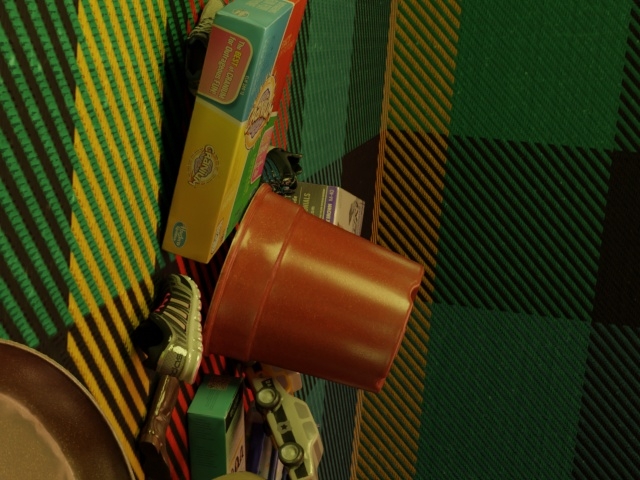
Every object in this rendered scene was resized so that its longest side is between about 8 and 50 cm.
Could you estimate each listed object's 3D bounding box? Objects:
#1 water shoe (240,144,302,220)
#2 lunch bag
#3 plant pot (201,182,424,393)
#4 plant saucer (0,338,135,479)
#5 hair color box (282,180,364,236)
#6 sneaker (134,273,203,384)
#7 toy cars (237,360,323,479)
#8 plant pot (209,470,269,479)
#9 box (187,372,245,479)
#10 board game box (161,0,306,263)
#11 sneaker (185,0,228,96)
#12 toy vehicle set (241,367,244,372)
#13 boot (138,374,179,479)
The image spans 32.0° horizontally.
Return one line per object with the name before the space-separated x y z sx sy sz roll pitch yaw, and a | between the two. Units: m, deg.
water shoe | -0.079 -0.097 1.800 0.203 0.080 0.073 -69 162 -55
lunch bag | -0.090 0.387 1.890 0.176 0.090 0.219 66 31 -65
plant pot | -0.003 0.086 1.636 0.272 0.265 0.272 19 90 -87
plant saucer | -0.247 0.227 0.824 0.311 0.050 0.310 35 46 -46
hair color box | 0.000 0.000 2.028 0.339 0.110 0.185 11 87 -78
sneaker | -0.188 0.099 1.359 0.063 0.075 0.170 -60 -152 36
toy cars | -0.052 0.256 1.712 0.394 0.087 0.176 -135 -155 -73
plant pot | -0.116 0.431 1.526 0.191 0.284 0.284 61 -5 24
box | -0.155 0.330 1.693 0.100 0.060 0.244 -68 161 -58
board game box | -0.108 -0.160 1.442 0.242 0.064 0.316 -62 170 -64
sneaker | -0.143 -0.253 1.426 0.058 0.052 0.135 56 41 -69
toy vehicle set | -0.091 0.095 1.982 0.267 0.035 0.166 -67 161 -59
boot | -0.203 0.241 1.453 0.106 0.037 0.114 89 8 -47
